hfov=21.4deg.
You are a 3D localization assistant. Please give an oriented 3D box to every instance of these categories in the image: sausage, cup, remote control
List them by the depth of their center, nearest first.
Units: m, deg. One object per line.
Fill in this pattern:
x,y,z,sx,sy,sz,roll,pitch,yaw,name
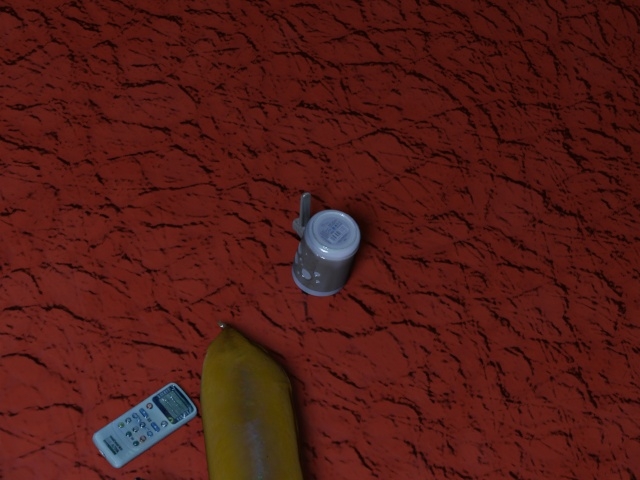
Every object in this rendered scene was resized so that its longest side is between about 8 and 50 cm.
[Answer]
-0.080,0.222,1.938,0.112,0.112,0.328,-2,57,-13,sausage
-0.203,0.214,1.965,0.124,0.018,0.053,-32,70,-27,remote control
0.008,0.001,2.096,0.074,0.099,0.102,4,58,-10,cup

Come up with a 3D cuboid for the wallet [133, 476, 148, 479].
-0.154,0.365,1.817,0.195,0.042,0.161,31,95,5,wallet
